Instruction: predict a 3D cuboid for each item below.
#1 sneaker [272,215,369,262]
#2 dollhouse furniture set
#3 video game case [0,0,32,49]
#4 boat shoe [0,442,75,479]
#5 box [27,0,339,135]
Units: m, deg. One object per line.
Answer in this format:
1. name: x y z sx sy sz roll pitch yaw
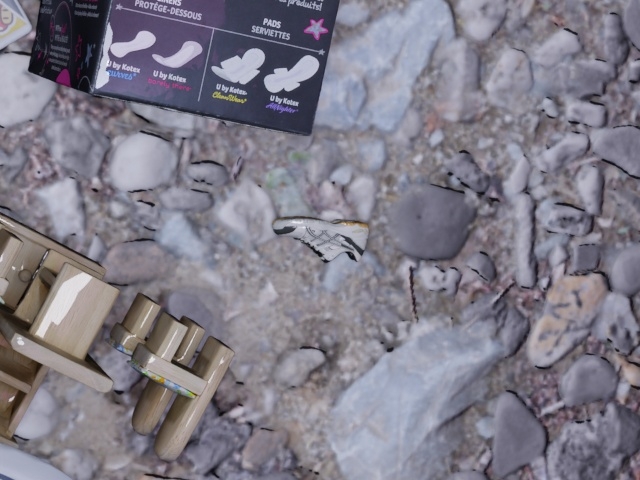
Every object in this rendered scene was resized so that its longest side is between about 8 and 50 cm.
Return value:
1. sneaker: 0.000 0.000 1.425 0.083 0.032 0.037 6 96 -19
2. dollhouse furniture set: -0.216 0.083 1.252 0.212 0.242 0.161 29 88 -20
3. video game case: -0.359 -0.187 1.278 0.227 0.026 0.206 -33 107 -12
4. boat shoe: -0.338 0.217 1.254 0.367 0.156 0.136 17 128 -19
5. box: -0.100 -0.166 1.251 0.163 0.247 0.142 10 96 -20
